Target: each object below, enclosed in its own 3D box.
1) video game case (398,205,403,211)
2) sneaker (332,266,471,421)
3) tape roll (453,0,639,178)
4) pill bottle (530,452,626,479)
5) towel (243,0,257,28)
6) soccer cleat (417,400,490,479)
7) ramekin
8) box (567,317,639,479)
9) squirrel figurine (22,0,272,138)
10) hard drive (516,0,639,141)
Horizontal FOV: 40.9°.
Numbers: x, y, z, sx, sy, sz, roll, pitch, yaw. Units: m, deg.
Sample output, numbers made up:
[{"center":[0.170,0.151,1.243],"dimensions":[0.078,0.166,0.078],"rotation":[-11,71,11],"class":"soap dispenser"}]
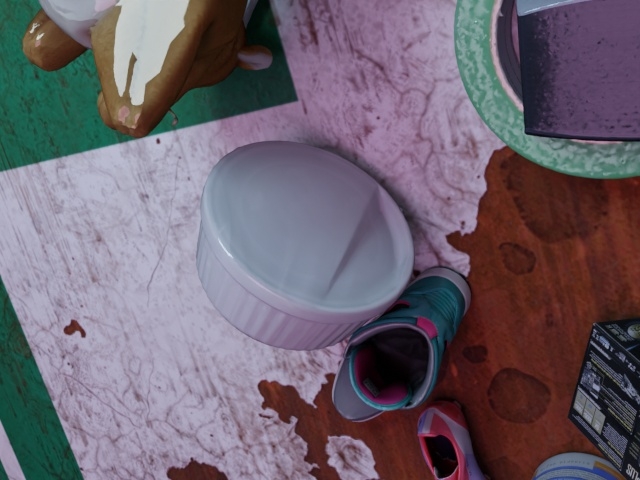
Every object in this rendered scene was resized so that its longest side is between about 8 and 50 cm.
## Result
[{"center":[0.000,0.000,1.208],"dimensions":[0.183,0.023,0.201],"rotation":[28,121,13],"class":"video game case"},{"center":[0.082,0.179,1.151],"dimensions":[0.124,0.178,0.295],"rotation":[38,123,7],"class":"sneaker"},{"center":[0.308,-0.229,0.924],"dimensions":[0.321,0.077,0.321],"rotation":[11,116,23],"class":"tape roll"},{"center":[0.311,0.402,1.076],"dimensions":[0.152,0.272,0.152],"rotation":[10,115,23],"class":"pill bottle"},{"center":[-0.183,-0.411,1.118],"dimensions":[0.285,0.034,0.209],"rotation":[36,122,9],"class":"towel"},{"center":[0.198,0.344,1.213],"dimensions":[0.083,0.095,0.248],"rotation":[-16,103,31],"class":"soccer cleat"},{"center":[-0.029,0.014,1.067],"dimensions":[0.273,0.273,0.127],"rotation":[37,134,8],"class":"ramekin"},{"center":[0.387,0.199,1.007],"dimensions":[0.077,0.180,0.147],"rotation":[-4,117,-20],"class":"box"},{"center":[-0.141,-0.303,0.949],"dimensions":[0.281,0.370,0.397],"rotation":[34,93,11],"class":"squirrel figurine"},{"center":[0.323,-0.179,0.859],"dimensions":[0.255,0.054,0.172],"rotation":[2,112,26],"class":"hard drive"}]
